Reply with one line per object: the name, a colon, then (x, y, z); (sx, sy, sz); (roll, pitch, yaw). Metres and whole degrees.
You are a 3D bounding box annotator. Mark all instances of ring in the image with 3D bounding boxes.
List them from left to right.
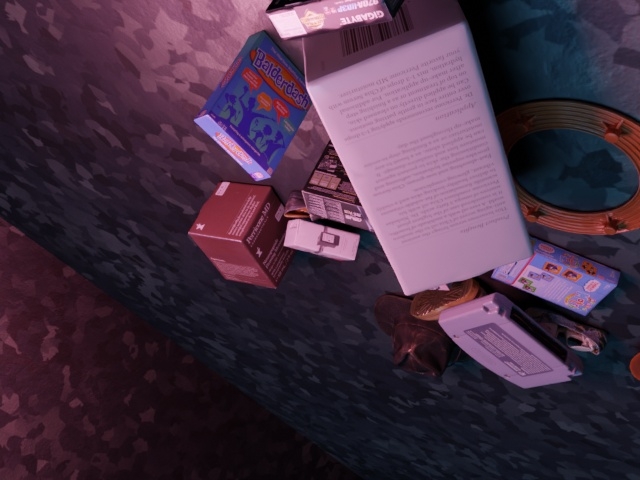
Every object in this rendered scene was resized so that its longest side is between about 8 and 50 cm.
ring: (0.422, -0.107, 1.229); (0.336, 0.032, 0.337); (22, 152, 12)

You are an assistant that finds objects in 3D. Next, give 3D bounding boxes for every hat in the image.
hat: (0.265, 0.285, 1.944); (0.331, 0.134, 0.331); (22, 153, 12)

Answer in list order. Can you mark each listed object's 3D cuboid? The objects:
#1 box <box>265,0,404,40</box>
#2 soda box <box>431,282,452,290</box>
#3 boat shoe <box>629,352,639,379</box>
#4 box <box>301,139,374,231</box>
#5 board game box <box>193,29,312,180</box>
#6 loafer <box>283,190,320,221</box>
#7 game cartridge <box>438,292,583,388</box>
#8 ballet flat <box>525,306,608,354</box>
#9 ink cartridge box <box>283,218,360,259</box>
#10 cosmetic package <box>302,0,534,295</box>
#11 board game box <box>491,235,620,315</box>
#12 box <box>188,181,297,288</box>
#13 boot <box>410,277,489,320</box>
box: (0.051, -0.352, 0.922); (0.175, 0.220, 0.051); (2, 141, 38)
soda box: (0.234, 0.037, 1.618); (0.063, 0.058, 0.183); (-1, 142, 42)
boat shoe: (0.732, 0.237, 1.527); (0.073, 0.073, 0.207); (-12, 159, -12)
box: (0.078, -0.107, 1.406); (0.180, 0.147, 0.078); (16, 150, 20)
board game box: (-0.107, -0.237, 1.275); (0.047, 0.210, 0.160); (-8, 138, 47)
loafer: (-0.005, -0.066, 1.645); (0.170, 0.061, 0.062); (8, 146, 31)
game cartridge: (0.421, 0.232, 1.642); (0.297, 0.062, 0.198); (38, 150, -18)
ballet flat: (0.547, 0.206, 1.629); (0.188, 0.070, 0.070); (18, 152, 18)
ink cartridge box: (0.000, 0.000, 1.684); (0.150, 0.063, 0.109); (14, 174, -16)
cosmetic package: (0.162, -0.140, 1.127); (0.230, 0.162, 0.453); (-18, 131, 12)
board game box: (0.475, 0.071, 1.484); (0.211, 0.039, 0.160); (24, 153, 8)
box: (-0.178, -0.013, 1.775); (0.167, 0.169, 0.203); (9, 148, 32)
boot: (0.381, 0.206, 1.753); (0.269, 0.089, 0.236); (36, 152, -20)
